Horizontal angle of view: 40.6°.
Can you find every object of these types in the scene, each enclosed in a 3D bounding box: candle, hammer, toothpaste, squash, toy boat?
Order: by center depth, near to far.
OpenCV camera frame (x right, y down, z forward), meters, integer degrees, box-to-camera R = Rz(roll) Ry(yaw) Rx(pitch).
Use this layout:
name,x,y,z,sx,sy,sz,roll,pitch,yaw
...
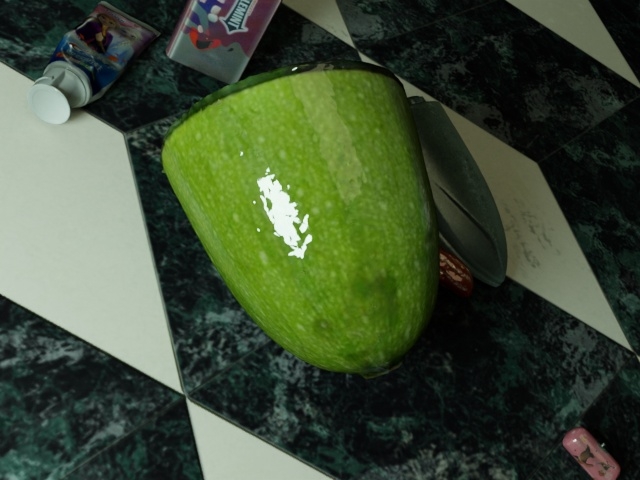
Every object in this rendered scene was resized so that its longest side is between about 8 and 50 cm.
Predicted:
name,x,y,z,sx,sy,sz,roll,pitch,yaw
squash,-0.004,0.006,0.985,0.310,0.310,0.309,-2,66,-33
hammer,0.359,0.284,1.144,0.083,0.043,0.043,47,46,10
toothpaste,-0.301,-0.246,1.151,0.096,0.061,0.266,29,40,-8
candle,0.085,-0.030,1.219,0.329,0.048,0.051,37,61,-2
toy boat,0.185,-0.072,1.287,0.141,0.092,0.319,-18,74,-41

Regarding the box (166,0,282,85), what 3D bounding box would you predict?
name,x,y,z,sx,sy,sz,roll,pitch,yaw
box,-0.122,-0.328,1.198,0.120,0.224,0.069,20,44,-16
